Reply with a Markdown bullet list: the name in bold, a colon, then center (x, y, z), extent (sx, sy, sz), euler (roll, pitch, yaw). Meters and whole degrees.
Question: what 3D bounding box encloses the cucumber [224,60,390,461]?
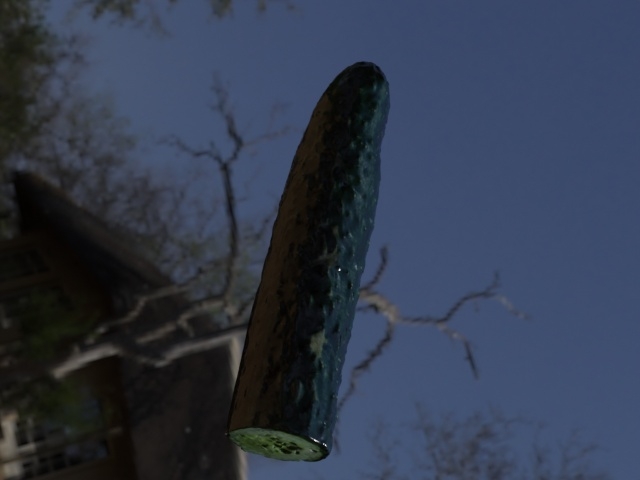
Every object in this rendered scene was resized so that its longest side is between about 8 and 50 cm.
- **cucumber**: center (0.000, 0.000, 0.400), extent (0.032, 0.032, 0.133), euler (130, -25, -63)
